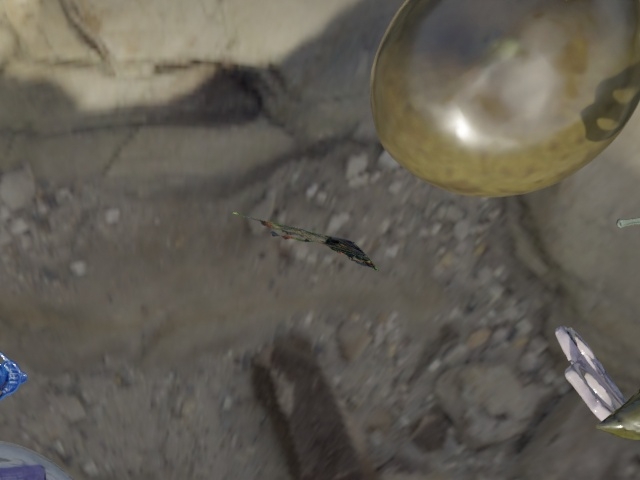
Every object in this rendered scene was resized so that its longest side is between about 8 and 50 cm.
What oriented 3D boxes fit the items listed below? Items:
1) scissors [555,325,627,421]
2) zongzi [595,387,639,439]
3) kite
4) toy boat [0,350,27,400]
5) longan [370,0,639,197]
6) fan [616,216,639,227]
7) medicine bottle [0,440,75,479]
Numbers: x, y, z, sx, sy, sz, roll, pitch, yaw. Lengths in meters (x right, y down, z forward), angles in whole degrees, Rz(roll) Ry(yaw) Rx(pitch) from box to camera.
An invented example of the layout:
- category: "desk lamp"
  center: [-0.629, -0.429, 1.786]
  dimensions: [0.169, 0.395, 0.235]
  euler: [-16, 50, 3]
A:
- category: "scissors"
  center: [0.234, 0.137, 1.378]
  dimensions: [0.015, 0.100, 0.189]
  euler: [-38, 118, 16]
- category: "zongzi"
  center: [0.367, 0.015, 1.073]
  dimensions: [0.360, 0.323, 0.160]
  euler: [-9, 63, -32]
- category: "kite"
  center: [0.000, 0.000, 1.236]
  dimensions: [0.122, 0.090, 0.004]
  euler: [23, 101, 37]
- category: "toy boat"
  center: [-0.339, 0.121, 1.651]
  dimensions: [0.175, 0.110, 0.091]
  euler: [5, 86, -31]
- category: "longan"
  center: [0.164, -0.151, 1.565]
  dimensions: [0.215, 0.246, 0.246]
  euler: [32, 77, 0]
- category: "fan"
  center: [0.248, -0.017, 1.383]
  dimensions: [0.083, 0.004, 0.056]
  euler: [-6, 92, -41]
- category: "medicine bottle"
  center: [-0.208, 0.197, 0.907]
  dimensions: [0.215, 0.135, 0.135]
  euler: [-36, 80, 33]
